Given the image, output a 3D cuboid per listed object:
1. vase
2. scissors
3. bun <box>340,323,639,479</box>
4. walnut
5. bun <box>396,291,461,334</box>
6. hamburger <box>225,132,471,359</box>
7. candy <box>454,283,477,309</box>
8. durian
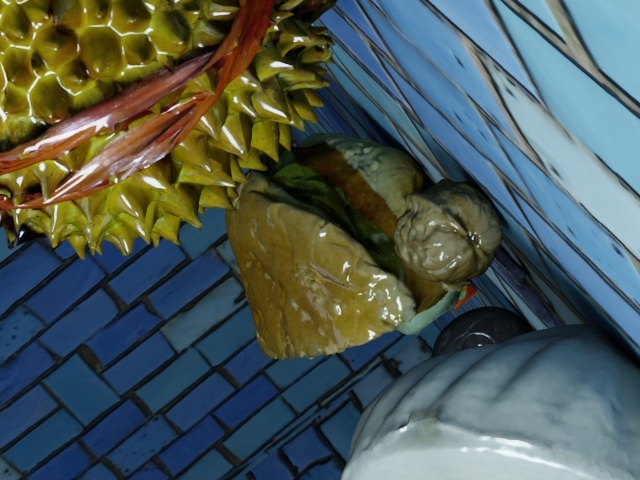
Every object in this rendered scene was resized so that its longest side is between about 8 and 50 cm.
[{"bbox_3d":[0.194,0.139,1.734,0.183,0.120,0.120,27,160,51],"label":"vase"},{"bbox_3d":[0.146,0.008,1.494,0.100,0.015,0.189,49,-178,-28],"label":"scissors"},{"bbox_3d":[0.156,0.140,1.214,0.263,0.175,0.263,14,149,9],"label":"bun"},{"bbox_3d":[0.096,-0.007,1.308,0.082,0.079,0.096,48,174,-19],"label":"walnut"},{"bbox_3d":[0.078,0.000,1.880,0.221,0.108,0.221,53,170,13],"label":"bun"},{"bbox_3d":[0.001,-0.003,1.679,0.209,0.162,0.330,68,161,0],"label":"hamburger"},{"bbox_3d":[0.135,0.021,2.068,0.122,0.038,0.062,51,180,-26],"label":"candy"},{"bbox_3d":[-0.157,-0.158,1.104,0.384,0.348,0.347,-5,-130,-52],"label":"durian"}]
